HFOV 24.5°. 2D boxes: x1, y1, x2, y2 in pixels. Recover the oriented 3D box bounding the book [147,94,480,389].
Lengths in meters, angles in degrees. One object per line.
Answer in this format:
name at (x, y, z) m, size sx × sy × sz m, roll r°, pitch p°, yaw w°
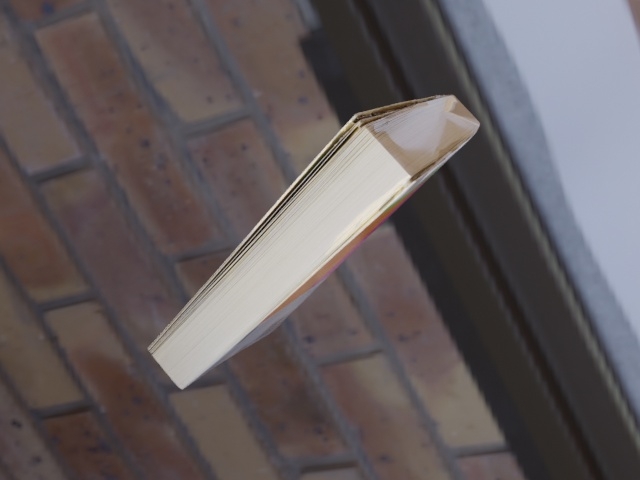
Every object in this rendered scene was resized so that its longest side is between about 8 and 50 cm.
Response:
book at (0.000, 0.000, 0.628) m, size 0.035 × 0.144 × 0.096 m, roll 48°, pitch 27°, yaw 8°
